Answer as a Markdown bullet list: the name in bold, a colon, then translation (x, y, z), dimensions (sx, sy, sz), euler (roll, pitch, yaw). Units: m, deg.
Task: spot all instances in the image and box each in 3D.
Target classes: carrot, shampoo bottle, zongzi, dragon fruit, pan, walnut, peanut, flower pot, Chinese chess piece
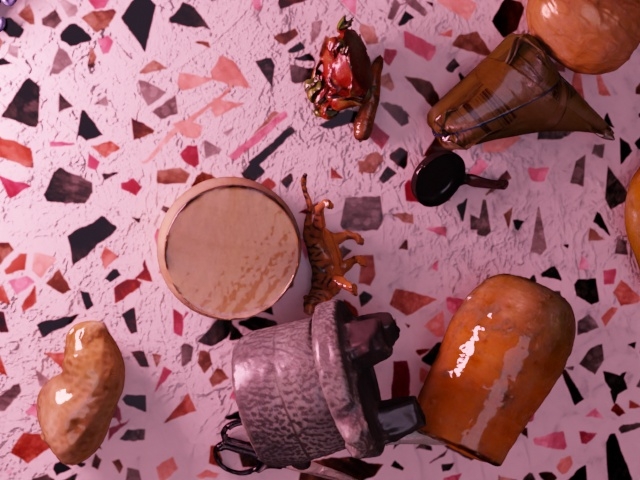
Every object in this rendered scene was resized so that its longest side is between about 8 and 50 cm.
- **carrot**: translation (0.321, 0.236, 1.889), dimensions (0.224, 0.224, 0.341), euler (30, 81, -14)
- **shampoo bottle**: translation (0.210, 0.367, 1.984), dimensions (0.190, 0.041, 0.069), euler (-4, 101, -11)
- **carrot**: translation (0.092, -0.260, 1.881), dimensions (0.035, 0.035, 0.165), euler (15, 92, -13)
- **zongzi**: translation (0.370, -0.209, 1.908), dimensions (0.260, 0.123, 0.289), euler (-44, 109, 2)
- **dragon fruit**: translation (0.035, -0.293, 1.822), dimensions (0.175, 0.142, 0.138), euler (-43, 140, 16)
- **pan**: translation (0.260, -0.117, 1.926), dimensions (0.212, 0.040, 0.115), euler (1, 122, -28)
- **walnut**: translation (0.477, -0.407, 1.861), dimensions (0.221, 0.195, 0.195), euler (37, 89, -14)
- **peanut**: translation (-0.417, 0.265, 1.796), dimensions (0.137, 0.122, 0.253), euler (23, 90, -6)
- **flower pot**: translation (0.018, 0.262, 1.777), dimensions (0.282, 0.299, 0.299), euler (-17, 101, 8)
- **Chinese chess piece**: translation (-0.161, 0.014, 1.826), dimensions (0.257, 0.104, 0.257), euler (-1, 97, -12)

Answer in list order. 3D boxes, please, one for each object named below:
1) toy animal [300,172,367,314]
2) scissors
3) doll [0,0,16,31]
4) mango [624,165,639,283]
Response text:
- **toy animal**: translation (0.003, 0.000, 1.875), dimensions (0.116, 0.114, 0.255), euler (-12, 96, 24)
- **scissors**: translation (-0.055, 0.421, 1.945), dimensions (0.300, 0.022, 0.109), euler (21, 96, -14)
- **doll**: translation (-0.555, -0.420, 1.707), dimensions (0.110, 0.067, 0.206), euler (9, 106, -4)
- **mango**: translation (0.683, -0.029, 1.983), dimensions (0.192, 0.146, 0.316), euler (-1, 104, -4)
